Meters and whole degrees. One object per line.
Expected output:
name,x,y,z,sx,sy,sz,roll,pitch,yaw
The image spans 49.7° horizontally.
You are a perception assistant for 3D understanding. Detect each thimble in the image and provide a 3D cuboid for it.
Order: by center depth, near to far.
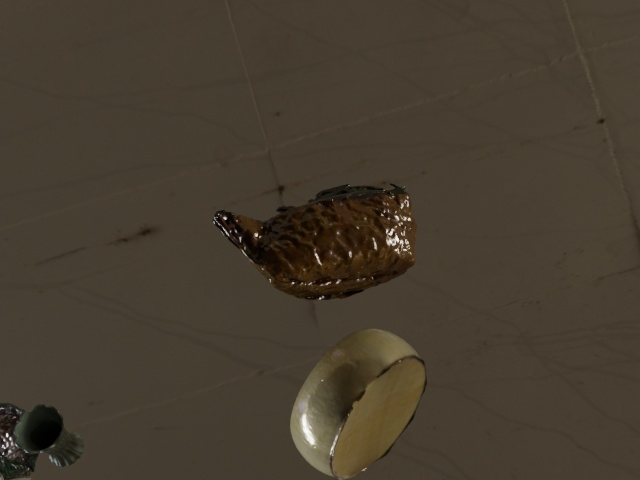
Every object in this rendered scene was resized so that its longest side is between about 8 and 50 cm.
thimble,-0.549,0.351,1.173,0.090,0.118,0.135,-41,-131,19

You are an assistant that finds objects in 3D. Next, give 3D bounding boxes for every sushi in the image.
sushi,0.000,0.000,0.873,0.287,0.149,0.140,-10,-112,-23

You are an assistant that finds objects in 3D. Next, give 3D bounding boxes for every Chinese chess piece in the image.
Chinese chess piece,0.066,0.271,1.154,0.104,0.257,0.257,31,-94,33

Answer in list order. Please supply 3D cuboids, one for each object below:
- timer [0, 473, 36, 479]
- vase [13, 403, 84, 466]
timer,-0.407,0.328,0.794,0.266,0.175,0.175,-30,-102,21
vase,-0.453,0.339,1.173,0.081,0.148,0.081,0,-121,0
